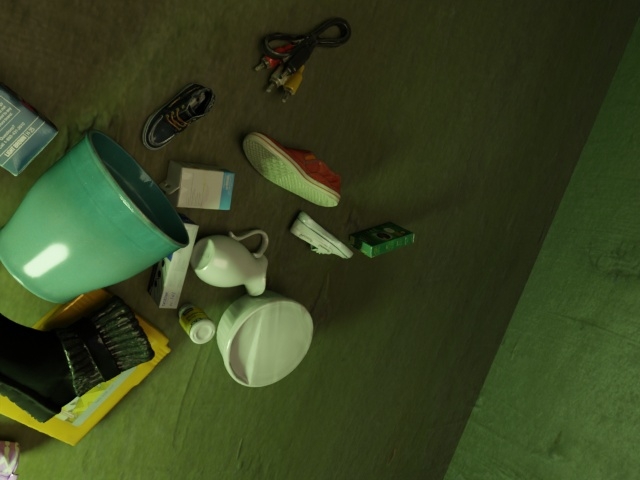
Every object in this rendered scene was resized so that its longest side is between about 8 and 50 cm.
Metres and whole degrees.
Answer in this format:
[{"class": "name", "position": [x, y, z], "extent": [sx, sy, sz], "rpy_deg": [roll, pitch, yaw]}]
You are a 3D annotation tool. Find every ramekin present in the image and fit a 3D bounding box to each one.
[{"class": "ramekin", "position": [-0.165, 0.262, 1.255], "extent": [0.273, 0.127, 0.272], "rpy_deg": [-16, 119, -32]}]

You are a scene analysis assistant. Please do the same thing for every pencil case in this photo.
[{"class": "pencil case", "position": [-0.746, 0.461, 0.922], "extent": [0.206, 0.088, 0.086], "rpy_deg": [21, 97, -42]}]

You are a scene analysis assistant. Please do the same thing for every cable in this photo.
[{"class": "cable", "position": [-0.046, -0.476, 1.096], "extent": [0.139, 0.072, 0.287], "rpy_deg": [49, 64, -22]}]

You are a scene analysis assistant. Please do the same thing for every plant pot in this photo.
[{"class": "plant pot", "position": [-0.441, -0.026, 0.848], "extent": [0.255, 0.271, 0.271], "rpy_deg": [-36, 128, -2]}]

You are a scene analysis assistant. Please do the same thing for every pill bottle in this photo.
[{"class": "pill bottle", "position": [-0.316, 0.205, 1.121], "extent": [0.065, 0.116, 0.065], "rpy_deg": [-16, 117, -33]}]

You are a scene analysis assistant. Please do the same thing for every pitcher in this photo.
[{"class": "pitcher", "position": [-0.219, 0.037, 1.136], "extent": [0.207, 0.126, 0.177], "rpy_deg": [27, 71, -52]}]

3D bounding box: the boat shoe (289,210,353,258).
[{"class": "boat shoe", "position": [0.000, 0.000, 1.312], "extent": [0.226, 0.083, 0.075], "rpy_deg": [38, 96, -30]}]

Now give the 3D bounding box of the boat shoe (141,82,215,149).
[{"class": "boat shoe", "position": [-0.304, -0.264, 0.950], "extent": [0.183, 0.083, 0.065], "rpy_deg": [-51, 131, -8]}]

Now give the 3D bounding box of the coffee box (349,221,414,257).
[{"class": "coffee box", "position": [0.195, -0.005, 1.427], "extent": [0.184, 0.113, 0.040], "rpy_deg": [-17, 122, -33]}]

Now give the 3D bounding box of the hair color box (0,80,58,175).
[{"class": "hair color box", "position": [-0.594, -0.261, 0.670], "extent": [0.105, 0.174, 0.347], "rpy_deg": [-52, 131, -9]}]

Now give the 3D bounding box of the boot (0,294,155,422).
[{"class": "boot", "position": [-0.511, 0.188, 0.884], "extent": [0.260, 0.131, 0.347], "rpy_deg": [-31, 140, -19]}]

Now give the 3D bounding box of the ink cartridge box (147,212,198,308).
[{"class": "ink cartridge box", "position": [-0.348, 0.045, 1.041], "extent": [0.046, 0.097, 0.207], "rpy_deg": [10, 102, -40]}]

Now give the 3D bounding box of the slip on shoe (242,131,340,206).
[{"class": "slip on shoe", "position": [-0.065, -0.194, 1.157], "extent": [0.331, 0.123, 0.101], "rpy_deg": [27, 69, -41]}]

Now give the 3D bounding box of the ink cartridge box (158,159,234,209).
[{"class": "ink cartridge box", "position": [-0.285, -0.127, 1.018], "extent": [0.143, 0.092, 0.089], "rpy_deg": [1, 108, -38]}]

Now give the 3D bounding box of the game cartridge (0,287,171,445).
[{"class": "game cartridge", "position": [-0.547, 0.285, 1.022], "extent": [0.323, 0.053, 0.285], "rpy_deg": [-45, 130, -12]}]
